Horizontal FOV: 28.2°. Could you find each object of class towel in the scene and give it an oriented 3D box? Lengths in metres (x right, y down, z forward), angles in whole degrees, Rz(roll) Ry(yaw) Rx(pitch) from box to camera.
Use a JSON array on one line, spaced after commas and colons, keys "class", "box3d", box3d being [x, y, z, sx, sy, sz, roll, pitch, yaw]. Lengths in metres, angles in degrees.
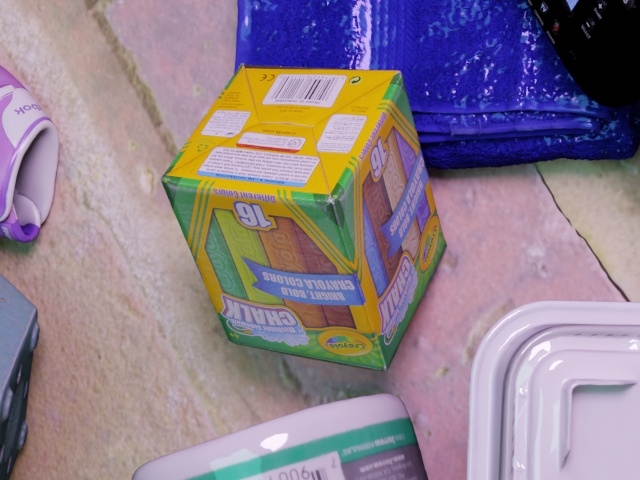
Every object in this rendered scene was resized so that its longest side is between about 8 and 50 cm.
[{"class": "towel", "box3d": [0.077, -0.162, 0.921, 0.308, 0.076, 0.228, -1, 88, 27]}]

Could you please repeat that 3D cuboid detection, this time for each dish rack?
[{"class": "dish rack", "box3d": [0.229, 0.204, 0.756, 0.285, 0.072, 0.333, 2, 88, -4]}]

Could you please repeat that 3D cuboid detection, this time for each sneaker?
[{"class": "sneaker", "box3d": [-0.335, -0.017, 1.117, 0.161, 0.102, 0.282, 40, 106, 20]}]

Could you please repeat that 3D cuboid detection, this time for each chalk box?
[{"class": "chalk box", "box3d": [0.000, 0.000, 0.899, 0.132, 0.213, 0.132, 6, 46, 27]}]

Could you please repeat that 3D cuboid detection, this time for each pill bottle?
[{"class": "pill bottle", "box3d": [0.011, 0.302, 0.866, 0.204, 0.204, 0.361, -21, 79, 25]}]

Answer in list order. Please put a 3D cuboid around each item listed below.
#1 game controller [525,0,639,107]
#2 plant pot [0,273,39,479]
[{"class": "game controller", "box3d": [0.143, -0.238, 0.769, 0.166, 0.067, 0.319, -55, 51, 47]}, {"class": "plant pot", "box3d": [-0.368, 0.125, 1.027, 0.252, 0.247, 0.248, 10, 116, -6]}]
